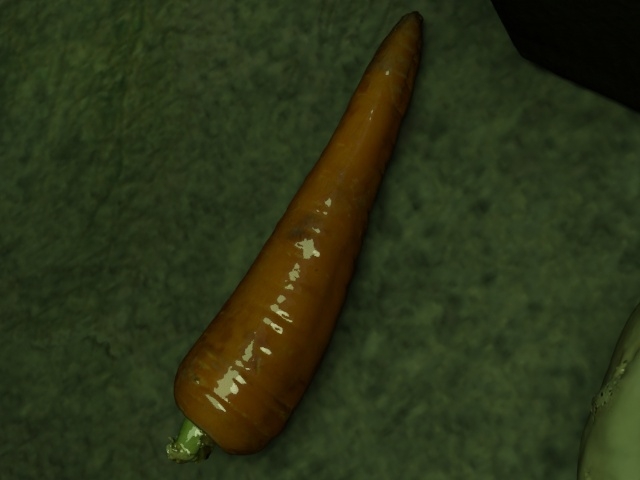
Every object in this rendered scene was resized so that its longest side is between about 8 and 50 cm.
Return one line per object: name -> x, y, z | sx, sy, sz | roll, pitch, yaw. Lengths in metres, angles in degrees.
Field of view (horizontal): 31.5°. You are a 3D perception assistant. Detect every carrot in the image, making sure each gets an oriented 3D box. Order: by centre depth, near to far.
carrot -> 0.000, 0.000, 0.564 | 0.061, 0.061, 0.257 | 25, 79, 25

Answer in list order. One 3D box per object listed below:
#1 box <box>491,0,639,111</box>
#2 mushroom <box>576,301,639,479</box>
box -> 0.153, -0.137, 0.404 | 0.184, 0.273, 0.143 | 29, 89, 26
mushroom -> 0.183, 0.083, 0.362 | 0.246, 0.202, 0.246 | -22, 58, 40
